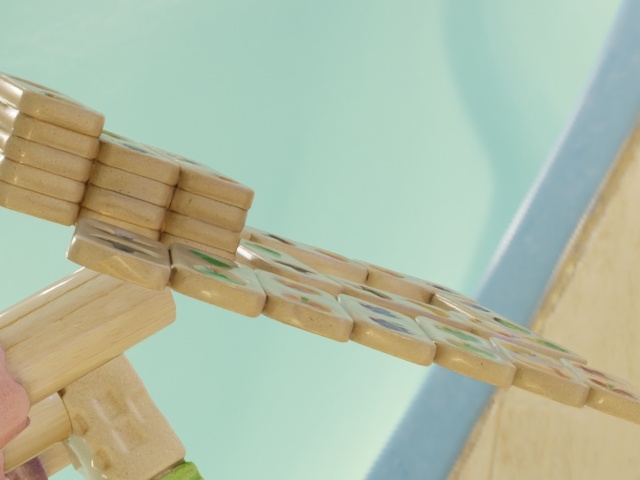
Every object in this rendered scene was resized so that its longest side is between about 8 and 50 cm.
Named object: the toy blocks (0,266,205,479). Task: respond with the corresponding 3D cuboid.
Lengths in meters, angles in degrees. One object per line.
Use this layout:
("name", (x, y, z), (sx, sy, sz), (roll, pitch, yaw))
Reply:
("toy blocks", (-0.149, 0.210, 0.706), (0.260, 0.309, 0.288), (-31, 83, -25))

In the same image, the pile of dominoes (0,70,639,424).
("pile of dominoes", (0.000, 0.000, 0.546), (0.196, 0.251, 0.040), (27, 99, 61))
